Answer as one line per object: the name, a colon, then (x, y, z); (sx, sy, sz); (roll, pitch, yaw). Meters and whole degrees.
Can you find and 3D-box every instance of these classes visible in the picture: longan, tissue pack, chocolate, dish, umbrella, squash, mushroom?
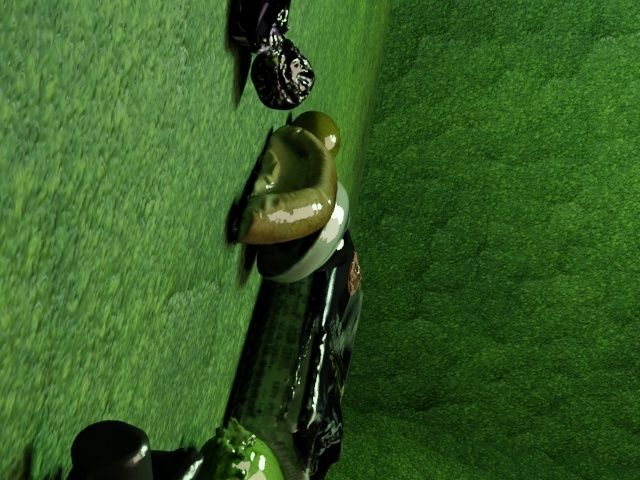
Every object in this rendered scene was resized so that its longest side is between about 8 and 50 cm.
longan: (-0.014, -0.123, 1.212); (0.083, 0.075, 0.075); (-5, -111, 52)
tissue pack: (-0.015, 0.154, 1.303); (0.245, 0.123, 0.332); (72, 27, -53)
chocolate: (-0.043, -0.169, 0.811); (0.147, 0.070, 0.072); (69, 41, -62)
dish: (0.000, 0.000, 1.116); (0.141, 0.078, 0.141); (-41, -151, 29)
umbrella: (-0.113, 0.219, 0.561); (0.110, 0.122, 0.272); (41, -42, 43)
squash: (-0.086, 0.305, 1.057); (0.395, 0.107, 0.107); (94, 8, -51)
mushroom: (-0.031, -0.048, 1.013); (0.210, 0.094, 0.072); (-79, 175, -58)
